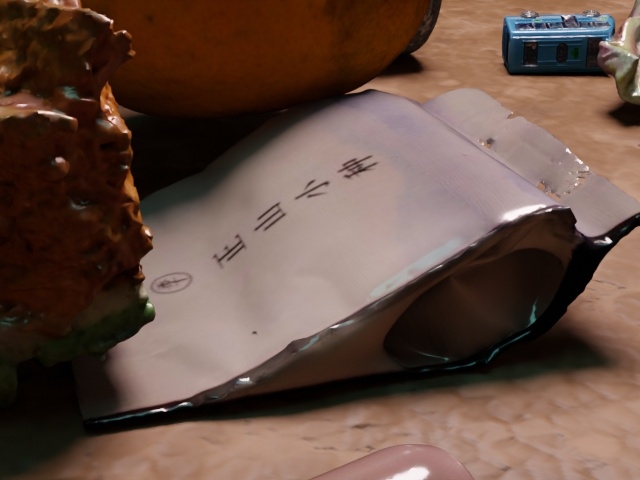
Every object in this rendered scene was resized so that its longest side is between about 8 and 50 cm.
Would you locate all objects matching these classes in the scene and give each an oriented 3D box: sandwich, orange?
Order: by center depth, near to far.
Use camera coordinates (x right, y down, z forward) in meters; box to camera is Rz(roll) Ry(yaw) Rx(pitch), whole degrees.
[{"bbox_3d":[-0.139,-0.033,0.488,0.109,0.159,0.185,-13,34,-18],"label":"sandwich"},{"bbox_3d":[-0.048,-0.165,0.685,0.240,0.171,0.240,-4,20,2],"label":"orange"}]

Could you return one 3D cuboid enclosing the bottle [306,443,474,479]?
[{"bbox_3d":[-0.017,0.101,0.331,0.140,0.053,0.053,-17,30,-31],"label":"bottle"}]

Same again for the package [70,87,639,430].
[{"bbox_3d":[0.000,0.000,0.561,0.251,0.062,0.204,-19,28,-9],"label":"package"}]

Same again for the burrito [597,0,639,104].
[{"bbox_3d":[0.305,-0.125,0.769,0.229,0.089,0.143,15,70,28],"label":"burrito"}]

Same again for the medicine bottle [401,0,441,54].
[{"bbox_3d":[-0.067,-0.196,0.877,0.293,0.141,0.141,-7,26,-15],"label":"medicine bottle"}]

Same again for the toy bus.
[{"bbox_3d":[0.180,-0.148,0.895,0.083,0.038,0.046,-1,29,2],"label":"toy bus"}]
